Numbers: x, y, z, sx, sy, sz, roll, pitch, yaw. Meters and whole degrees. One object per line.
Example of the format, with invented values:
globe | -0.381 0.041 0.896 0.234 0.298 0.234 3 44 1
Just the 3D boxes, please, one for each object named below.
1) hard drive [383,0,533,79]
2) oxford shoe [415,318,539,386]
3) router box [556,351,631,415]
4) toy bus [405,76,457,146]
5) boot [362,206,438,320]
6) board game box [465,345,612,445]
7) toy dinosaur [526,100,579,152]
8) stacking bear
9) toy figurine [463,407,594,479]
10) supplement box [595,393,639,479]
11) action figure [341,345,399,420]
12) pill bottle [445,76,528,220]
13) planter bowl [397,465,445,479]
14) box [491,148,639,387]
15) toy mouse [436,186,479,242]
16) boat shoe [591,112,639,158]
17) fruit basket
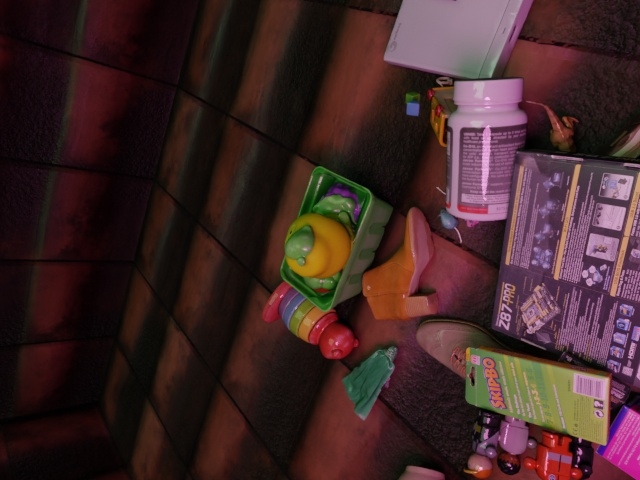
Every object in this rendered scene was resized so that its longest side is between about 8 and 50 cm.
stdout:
hard drive | 0.338 -0.548 1.180 0.353 0.047 0.233 33 111 42
oxford shoe | 0.351 0.266 1.055 0.348 0.130 0.123 16 99 45
router box | 0.510 0.276 0.882 0.122 0.092 0.038 29 65 30
toy bus | 0.320 -0.309 1.138 0.191 0.202 0.104 31 140 35
boot | 0.198 0.070 1.244 0.211 0.104 0.295 -11 84 44
board game box | 0.408 0.288 0.889 0.259 0.039 0.124 4 97 40
toy dinosaur | 0.493 -0.221 0.942 0.064 0.112 0.212 -20 112 36
stacking bear | -0.016 0.254 1.423 0.289 0.175 0.164 37 121 30
toy figurine | 0.417 0.436 0.918 0.209 0.213 0.148 3 79 45
supplement box | 0.622 0.382 0.786 0.220 0.111 0.114 33 111 41
action figure | 0.153 0.379 1.299 0.137 0.063 0.232 53 127 36
pill bottle | 0.354 -0.198 0.988 0.161 0.161 0.283 18 119 45
planter bowl | 0.253 0.622 1.132 0.162 0.162 0.109 -16 50 44
box | 0.512 0.040 0.874 0.318 0.097 0.395 17 114 43
toy mouse | 0.347 -0.065 1.150 0.161 0.031 0.143 6 92 46
boat shoe | 0.581 -0.157 0.892 0.072 0.068 0.190 38 119 -6
fruit basket | 0.000 0.000 1.267 0.283 0.392 0.392 34 111 41
